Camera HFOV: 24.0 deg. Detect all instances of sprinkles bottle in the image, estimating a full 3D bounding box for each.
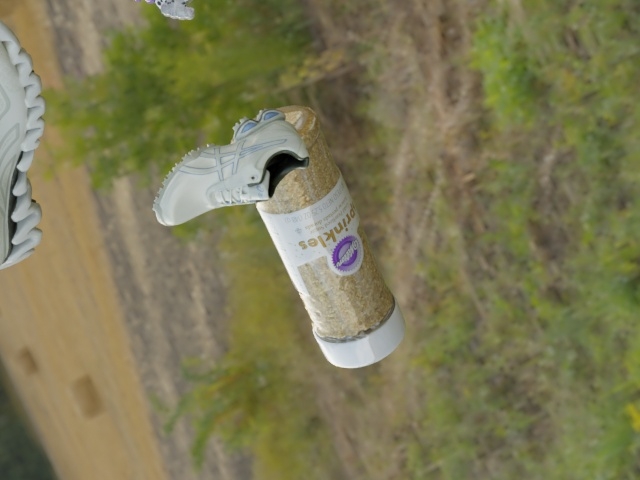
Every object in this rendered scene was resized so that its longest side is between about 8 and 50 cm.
[{"bbox_3d":[0.000,0.000,1.954,0.121,0.121,0.355,43,161,56],"label":"sprinkles bottle"}]

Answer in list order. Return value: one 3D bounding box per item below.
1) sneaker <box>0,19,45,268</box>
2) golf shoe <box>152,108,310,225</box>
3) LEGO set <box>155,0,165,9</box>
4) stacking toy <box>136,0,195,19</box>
[{"bbox_3d":[-0.288,-0.064,1.191,0.110,0.118,0.292,21,135,17],"label":"sneaker"},{"bbox_3d":[-0.091,-0.064,1.574,0.086,0.176,0.069,47,170,35],"label":"golf shoe"},{"bbox_3d":[-0.208,-0.441,2.063,0.093,0.087,0.227,28,129,16],"label":"LEGO set"},{"bbox_3d":[-0.232,-0.283,1.578,0.167,0.221,0.052,140,139,-88],"label":"stacking toy"}]
